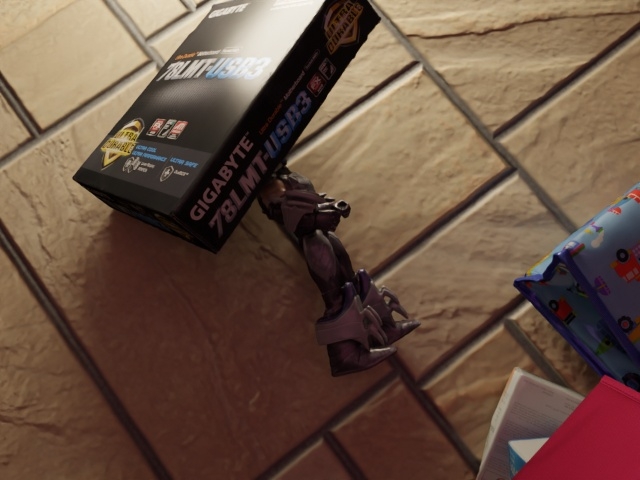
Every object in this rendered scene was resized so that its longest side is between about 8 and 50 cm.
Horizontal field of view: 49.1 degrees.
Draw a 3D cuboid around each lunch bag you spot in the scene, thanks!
[{"bbox_3d":[0.404,0.084,0.766,0.221,0.138,0.293,-35,80,-15],"label":"lunch bag"}]

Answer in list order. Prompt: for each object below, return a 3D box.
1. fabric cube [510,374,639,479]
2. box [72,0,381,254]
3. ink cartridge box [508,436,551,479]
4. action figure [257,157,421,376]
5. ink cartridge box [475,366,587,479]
[{"bbox_3d":[0.275,0.305,0.546,0.259,0.254,0.258,42,91,-2],"label":"fabric cube"},{"bbox_3d":[-0.116,-0.147,0.770,0.073,0.295,0.293,41,76,-35],"label":"box"},{"bbox_3d":[0.273,0.303,0.713,0.139,0.082,0.191,-3,92,-2],"label":"ink cartridge box"},{"bbox_3d":[0.000,0.000,0.780,0.099,0.185,0.285,-28,92,16],"label":"action figure"},{"bbox_3d":[0.253,0.253,0.781,0.145,0.045,0.179,23,94,5],"label":"ink cartridge box"}]
